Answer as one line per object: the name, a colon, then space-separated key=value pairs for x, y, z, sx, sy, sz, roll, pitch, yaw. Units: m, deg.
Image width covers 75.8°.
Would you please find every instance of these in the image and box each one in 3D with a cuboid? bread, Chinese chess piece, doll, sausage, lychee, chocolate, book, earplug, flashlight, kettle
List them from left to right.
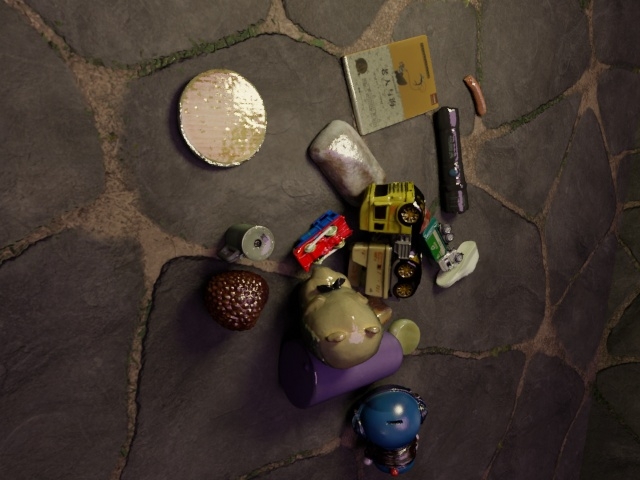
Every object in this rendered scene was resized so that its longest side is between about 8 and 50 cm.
bread: x=-0.272 y=-0.339 z=1.154 sx=0.267 sy=0.040 sz=0.267 roll=-6 pitch=101 yaw=-31
lychee: x=-0.244 y=0.165 z=1.176 sx=0.188 sy=0.188 sz=0.188 roll=-5 pitch=100 yaw=-32
kettle: x=-0.214 y=0.012 z=1.182 sx=0.098 sy=0.148 sz=0.127 roll=22 pitch=84 yaw=-35
doll: x=0.042 y=0.218 z=1.256 sx=0.247 sy=0.349 sz=0.247 roll=-7 pitch=116 yaw=-15
earplug: x=0.098 y=0.415 z=1.418 sx=0.455 sy=0.215 sz=0.215 roll=-1 pitch=98 yaw=-36
chocolate: x=0.109 y=-0.255 z=1.381 sx=0.303 sy=0.100 sz=0.185 roll=46 pitch=76 yaw=-26
bread: x=0.191 y=0.263 z=1.499 sx=0.106 sy=0.125 sz=0.082 roll=-19 pitch=127 yaw=-30
doll: x=0.259 y=0.688 z=1.532 sx=0.284 sy=0.240 sz=0.310 roll=-6 pitch=95 yaw=-3
book: x=0.261 y=-0.558 z=1.465 sx=0.389 sy=0.032 sz=0.269 roll=-27 pitch=112 yaw=-26
Chinese chess piece: x=0.329 y=0.383 z=1.638 sx=0.144 sy=0.058 sz=0.144 roll=-4 pitch=98 yaw=-31
flashlight: x=0.522 y=-0.315 z=1.630 sx=0.103 sy=0.103 sz=0.424 roll=-19 pitch=107 yaw=-29
sausage: x=0.643 y=-0.599 z=1.697 sx=0.047 sy=0.040 sz=0.177 roll=-23 pitch=117 yaw=20

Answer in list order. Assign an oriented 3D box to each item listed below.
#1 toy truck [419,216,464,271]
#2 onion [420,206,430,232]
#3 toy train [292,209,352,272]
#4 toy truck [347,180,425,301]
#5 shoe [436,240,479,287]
toy truck: x=0.464 y=0.007 z=1.638 sx=0.124 sy=0.114 sz=0.253 roll=-35 pitch=115 yaw=-9
onion: x=0.305 y=-0.068 z=1.506 sx=0.159 sy=0.159 sz=0.195 roll=30 pitch=102 yaw=-32
toy train: x=0.000 y=0.000 z=1.336 sx=0.204 sy=0.131 sz=0.083 roll=-38 pitch=121 yaw=-10
toy truck: x=0.217 y=0.007 z=1.380 sx=0.254 sy=0.181 sz=0.405 roll=3 pitch=117 yaw=6
shoe: x=0.597 y=0.124 z=1.747 sx=0.265 sy=0.095 sz=0.110 roll=-47 pitch=119 yaw=-20
